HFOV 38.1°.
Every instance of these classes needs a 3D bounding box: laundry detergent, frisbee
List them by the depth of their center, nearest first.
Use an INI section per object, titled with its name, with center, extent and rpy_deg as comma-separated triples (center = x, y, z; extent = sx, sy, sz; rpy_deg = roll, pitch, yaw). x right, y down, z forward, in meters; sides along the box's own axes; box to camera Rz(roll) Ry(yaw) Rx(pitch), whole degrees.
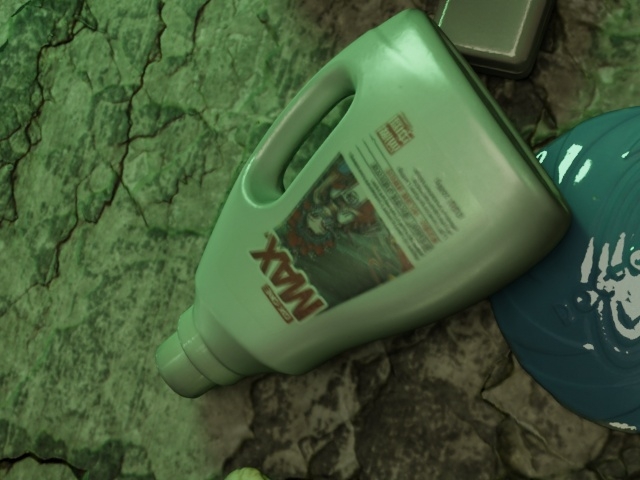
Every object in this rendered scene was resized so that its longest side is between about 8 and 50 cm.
[frisbee]
center = 0.281, 0.018, 0.787
extent = 0.289, 0.049, 0.290
rpy_deg = -5, 78, 21
[laundry detergent]
center = 0.000, 0.000, 0.856
extent = 0.398, 0.124, 0.264
rpy_deg = -38, 70, 19

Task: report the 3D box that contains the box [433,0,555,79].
[box]
center = 0.186, -0.280, 0.883
extent = 0.103, 0.055, 0.244
rpy_deg = 17, 85, 24

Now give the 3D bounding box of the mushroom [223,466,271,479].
[mushroom]
center = -0.090, 0.325, 0.819
extent = 0.253, 0.195, 0.189
rpy_deg = 3, 113, 19
